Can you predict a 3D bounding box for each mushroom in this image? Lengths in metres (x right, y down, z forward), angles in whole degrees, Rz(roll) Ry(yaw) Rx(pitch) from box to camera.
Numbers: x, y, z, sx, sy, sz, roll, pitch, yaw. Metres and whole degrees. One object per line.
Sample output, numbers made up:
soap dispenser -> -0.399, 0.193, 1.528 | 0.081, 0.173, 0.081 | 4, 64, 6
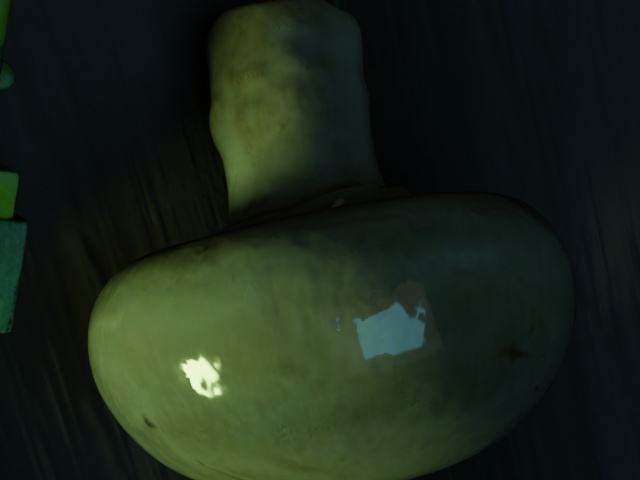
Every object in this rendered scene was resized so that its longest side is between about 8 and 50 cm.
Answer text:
mushroom -> 0.014, 0.011, 0.798 | 0.206, 0.206, 0.209 | 20, 88, -31

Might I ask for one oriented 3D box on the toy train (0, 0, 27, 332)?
toy train -> -0.173, -0.063, 0.746 | 0.132, 0.083, 0.200 | 4, 103, -40
